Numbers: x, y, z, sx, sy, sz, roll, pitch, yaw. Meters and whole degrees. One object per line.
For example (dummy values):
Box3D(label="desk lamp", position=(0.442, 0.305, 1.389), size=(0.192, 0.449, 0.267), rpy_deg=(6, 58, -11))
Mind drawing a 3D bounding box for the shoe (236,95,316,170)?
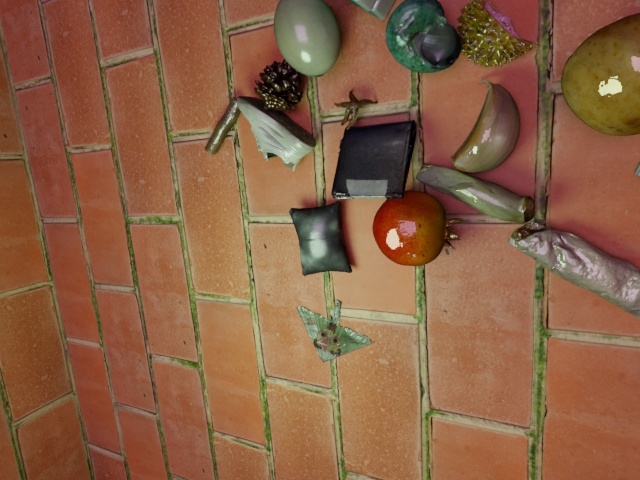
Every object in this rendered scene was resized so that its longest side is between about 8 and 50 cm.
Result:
Box3D(label="shoe", position=(-0.169, -0.350, 1.381), size=(0.316, 0.124, 0.159), rpy_deg=(38, 122, 14))

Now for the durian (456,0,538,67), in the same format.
Box3D(label="durian", position=(0.435, -0.532, 1.050), size=(0.132, 0.165, 0.182), rpy_deg=(-39, 109, -11))

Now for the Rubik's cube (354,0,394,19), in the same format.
Box3D(label="Rubik's cube", position=(0.073, -0.817, 1.036), size=(0.322, 0.316, 0.318), rpy_deg=(39, 116, 15))

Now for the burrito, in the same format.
Box3D(label="burrito", position=(0.692, 0.067, 1.065), size=(0.392, 0.076, 0.117), rpy_deg=(33, 107, 14))

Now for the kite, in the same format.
Box3D(label="kite", position=(0.036, 0.337, 1.492), size=(0.323, 0.013, 0.267), rpy_deg=(23, 111, 20))

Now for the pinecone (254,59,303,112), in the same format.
Box3D(label="pinecone", position=(-0.128, -0.494, 1.311), size=(0.174, 0.174, 0.173), rpy_deg=(6, 104, 26))

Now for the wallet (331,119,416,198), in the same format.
Box3D(label="wallet", position=(0.158, -0.235, 1.205), size=(0.221, 0.071, 0.262), rpy_deg=(3, 65, 24))

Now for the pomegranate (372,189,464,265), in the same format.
Box3D(label="pomegranate", position=(0.279, -0.034, 1.177), size=(0.257, 0.221, 0.220), rpy_deg=(1, 102, 19))

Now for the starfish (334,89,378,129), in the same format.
Box3D(label="starfish", position=(0.109, -0.414, 1.244), size=(0.131, 0.041, 0.132), rpy_deg=(-14, 75, 7))

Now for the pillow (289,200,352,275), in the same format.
Box3D(label="pillow", position=(0.000, 0.000, 1.380), size=(0.186, 0.106, 0.249), rpy_deg=(-8, 100, 21))

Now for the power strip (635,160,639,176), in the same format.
Box3D(label="power strip", position=(0.820, -0.256, 0.950), size=(0.060, 0.027, 0.252), rpy_deg=(24, 111, 21))

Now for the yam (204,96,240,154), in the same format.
Box3D(label="yam", position=(-0.352, -0.415, 1.495), size=(0.057, 0.057, 0.241), rpy_deg=(45, 119, 11))

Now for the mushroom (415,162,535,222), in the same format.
Box3D(label="mushroom", position=(0.422, -0.136, 1.133), size=(0.333, 0.107, 0.087), rpy_deg=(27, 92, 19))

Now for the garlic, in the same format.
Box3D(label="garlic", position=(0.443, -0.293, 1.089), size=(0.164, 0.146, 0.244), rpy_deg=(39, 118, 49))

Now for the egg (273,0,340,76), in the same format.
Box3D(label="egg", position=(-0.041, -0.613, 1.212), size=(0.187, 0.186, 0.253), rpy_deg=(-18, 97, 29))

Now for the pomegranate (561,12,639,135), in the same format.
Box3D(label="pomegranate", position=(0.664, -0.354, 0.878), size=(0.261, 0.260, 0.260), rpy_deg=(6, 104, 26))

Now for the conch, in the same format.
Box3D(label="conch", position=(0.273, -0.560, 1.103), size=(0.196, 0.134, 0.202), rpy_deg=(4, 102, -6))
